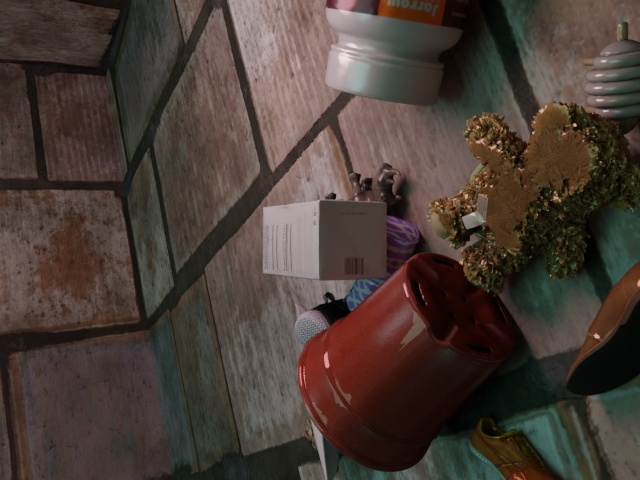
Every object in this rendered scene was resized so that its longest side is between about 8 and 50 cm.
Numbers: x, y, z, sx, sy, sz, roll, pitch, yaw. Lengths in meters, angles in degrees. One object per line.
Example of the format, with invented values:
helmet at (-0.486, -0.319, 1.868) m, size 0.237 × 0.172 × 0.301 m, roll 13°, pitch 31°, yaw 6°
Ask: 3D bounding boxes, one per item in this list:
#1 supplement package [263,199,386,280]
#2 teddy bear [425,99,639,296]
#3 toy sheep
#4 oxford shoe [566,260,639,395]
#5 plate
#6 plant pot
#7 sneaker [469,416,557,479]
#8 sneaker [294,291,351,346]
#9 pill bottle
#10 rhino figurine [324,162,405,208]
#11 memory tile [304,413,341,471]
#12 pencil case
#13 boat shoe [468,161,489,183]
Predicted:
supplement package at (0.000, 0.000, 1.114) m, size 0.244 × 0.139 × 0.134 m, roll 0°, pitch 89°, yaw 63°
teddy bear at (0.276, -0.054, 0.821) m, size 0.245 × 0.113 × 0.338 m, roll 51°, pitch 143°, yaw 29°
toy sheep at (0.357, -0.191, 0.723) m, size 0.091 × 0.091 × 0.132 m, roll 16°, pitch 124°, yaw 57°
oxford shoe at (0.373, 0.114, 0.761) m, size 0.076 × 0.076 × 0.212 m, roll -85°, pitch 12°, yaw -54°
plate at (-0.002, 0.317, 1.285) m, size 0.278 × 0.045 × 0.277 m, roll -110°, pitch 14°, yaw -58°
plant pot at (0.142, 0.177, 0.959) m, size 0.265 × 0.272 × 0.272 m, roll -54°, pitch 49°, yaw 36°
sneaker at (0.291, 0.323, 0.901) m, size 0.175 × 0.064 × 0.068 m, roll 29°, pitch 107°, yaw 51°
sneaker at (0.085, 0.208, 1.187) m, size 0.268 × 0.153 × 0.101 m, roll 42°, pitch 126°, yaw 2°
pill bottle at (0.128, -0.423, 0.935) m, size 0.224 × 0.224 × 0.393 m, roll 36°, pitch 123°, yaw 51°
rhino figurine at (0.087, -0.074, 1.180) m, size 0.243 × 0.073 × 0.106 m, roll -37°, pitch 58°, yaw 52°
memory tile at (0.005, 0.456, 1.417) m, size 0.148 × 0.012 × 0.113 m, roll 40°, pitch 126°, yaw 50°
pencil case at (0.112, 0.054, 1.133) m, size 0.088 × 0.086 × 0.206 m, roll 32°, pitch 120°, yaw 19°
boat shoe at (0.253, -0.075, 0.933) m, size 0.048 × 0.056 × 0.153 m, roll 54°, pitch 138°, yaw 28°
